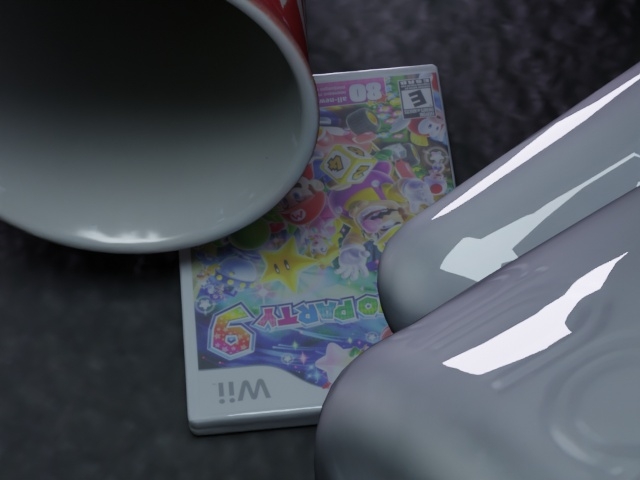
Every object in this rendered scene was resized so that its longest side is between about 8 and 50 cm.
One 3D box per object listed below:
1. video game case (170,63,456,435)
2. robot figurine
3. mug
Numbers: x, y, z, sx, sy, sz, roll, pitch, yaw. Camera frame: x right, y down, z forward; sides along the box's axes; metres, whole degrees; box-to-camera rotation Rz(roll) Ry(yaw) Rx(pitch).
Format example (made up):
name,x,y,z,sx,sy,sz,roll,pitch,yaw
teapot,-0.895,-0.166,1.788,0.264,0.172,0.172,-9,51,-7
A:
name,x,y,z,sx,sy,sz,roll,pitch,yaw
video game case,0.000,0.000,0.598,0.087,0.011,0.122,-5,57,-1
robot figurine,0.140,0.063,0.438,0.353,0.200,0.300,-30,55,-16
mug,-0.074,-0.094,0.599,0.150,0.113,0.169,-5,47,7
